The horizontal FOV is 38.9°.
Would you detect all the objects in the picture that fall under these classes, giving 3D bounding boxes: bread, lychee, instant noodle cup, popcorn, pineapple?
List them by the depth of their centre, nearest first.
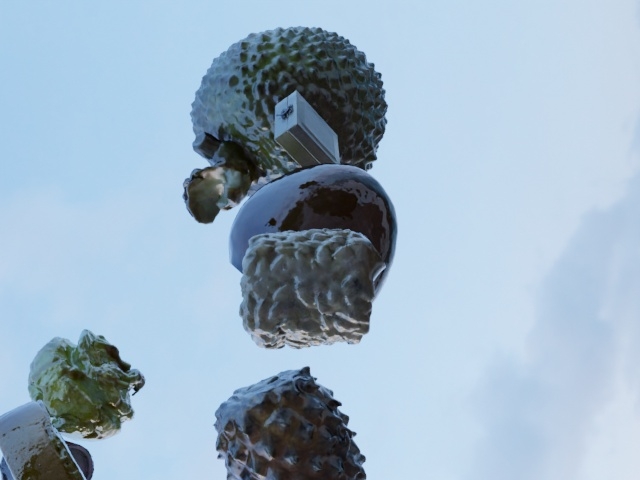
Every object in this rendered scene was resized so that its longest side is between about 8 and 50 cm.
[{"bbox_3d":[-0.315,0.307,1.091,0.070,0.236,0.236,-27,-67,-21],"label":"bread"},{"bbox_3d":[0.002,0.335,1.093,0.175,0.175,0.361,-27,-85,-59],"label":"pineapple"},{"bbox_3d":[-0.050,-0.168,1.270,0.320,0.270,0.270,-15,-82,-47],"label":"lychee"},{"bbox_3d":[-0.468,0.394,1.574,0.127,0.136,0.127,10,-104,-46],"label":"instant noodle cup"},{"bbox_3d":[-0.450,0.277,1.709,0.184,0.221,0.204,-51,-30,12],"label":"popcorn"}]

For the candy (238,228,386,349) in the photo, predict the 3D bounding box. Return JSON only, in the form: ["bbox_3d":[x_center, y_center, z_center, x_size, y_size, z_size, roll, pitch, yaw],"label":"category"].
[{"bbox_3d":[-0.007,0.038,0.687,0.085,0.110,0.095,-147,59,-82],"label":"candy"}]

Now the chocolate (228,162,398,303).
[{"bbox_3d":[0.000,0.000,0.913,0.177,0.177,0.177,16,-109,-59],"label":"chocolate"}]

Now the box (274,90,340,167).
[{"bbox_3d":[-0.016,-0.117,1.018,0.083,0.035,0.079,45,-156,-28],"label":"box"}]
